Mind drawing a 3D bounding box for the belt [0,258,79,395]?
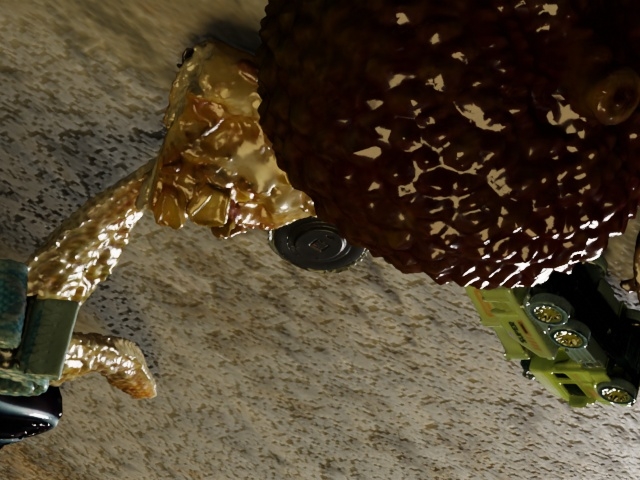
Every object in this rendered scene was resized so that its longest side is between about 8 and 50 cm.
[{"bbox_3d":[-0.313,0.049,1.014,0.302,0.072,0.087,6,145,6],"label":"belt"}]

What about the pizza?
[{"bbox_3d":[-0.056,-0.053,1.039,0.161,0.062,0.182,-24,133,14],"label":"pizza"}]

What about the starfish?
[{"bbox_3d":[-0.258,0.025,1.157,0.398,0.132,0.384,11,140,-20],"label":"starfish"}]

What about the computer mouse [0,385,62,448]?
[{"bbox_3d":[-0.329,0.123,1.357,0.137,0.096,0.233,-14,136,31],"label":"computer mouse"}]

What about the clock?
[{"bbox_3d":[0.000,0.000,1.167,0.074,0.010,0.083,29,141,-22],"label":"clock"}]

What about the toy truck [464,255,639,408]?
[{"bbox_3d":[0.173,0.057,1.142,0.100,0.077,0.169,-5,143,38],"label":"toy truck"}]

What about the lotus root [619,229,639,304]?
[{"bbox_3d":[0.292,0.029,1.014,0.170,0.074,0.260,41,123,-4],"label":"lotus root"}]

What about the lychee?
[{"bbox_3d":[0.075,-0.091,0.851,0.271,0.236,0.236,10,154,49],"label":"lychee"}]
